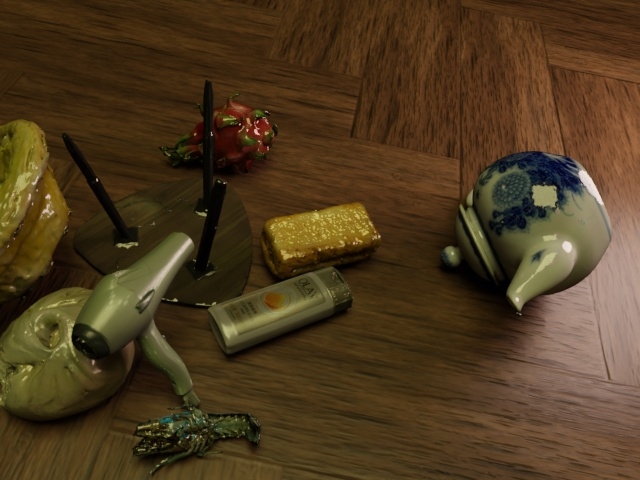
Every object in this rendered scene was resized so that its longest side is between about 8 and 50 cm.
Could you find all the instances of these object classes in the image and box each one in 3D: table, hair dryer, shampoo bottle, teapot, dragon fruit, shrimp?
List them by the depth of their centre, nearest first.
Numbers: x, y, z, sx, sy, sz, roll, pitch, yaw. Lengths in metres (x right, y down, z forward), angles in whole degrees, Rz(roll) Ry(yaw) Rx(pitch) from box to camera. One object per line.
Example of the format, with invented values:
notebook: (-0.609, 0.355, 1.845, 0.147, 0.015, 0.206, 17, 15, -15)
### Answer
shrimp: (-0.170, 0.268, 0.814, 0.174, 0.076, 0.082, -1, 89, -16)
hair dryer: (-0.217, 0.095, 0.839, 0.088, 0.225, 0.219, -9, 52, 36)
shampoo bottle: (-0.062, 0.109, 0.965, 0.227, 0.056, 0.086, -17, 50, -23)
table: (-0.229, -0.074, 0.970, 0.317, 0.249, 0.318, 5, 48, -5)
teapot: (0.343, -0.018, 1.047, 0.279, 0.252, 0.424, -25, 24, 16)
dragon fruit: (-0.202, -0.208, 1.183, 0.235, 0.135, 0.137, -5, 53, 9)

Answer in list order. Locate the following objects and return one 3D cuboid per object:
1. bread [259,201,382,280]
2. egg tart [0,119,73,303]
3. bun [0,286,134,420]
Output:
bread: (0.000, 0.000, 1.055, 0.210, 0.083, 0.114, -12, 55, -20)
egg tart: (-0.500, -0.017, 0.904, 0.345, 0.132, 0.346, -19, 54, 29)
bun: (-0.365, 0.150, 0.831, 0.193, 0.128, 0.178, -26, 59, -26)
